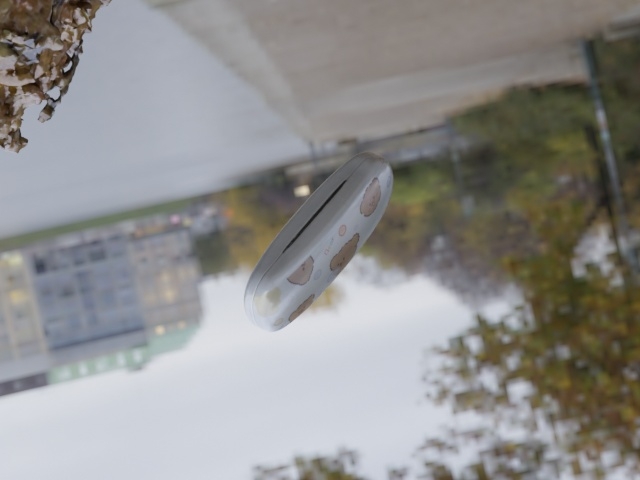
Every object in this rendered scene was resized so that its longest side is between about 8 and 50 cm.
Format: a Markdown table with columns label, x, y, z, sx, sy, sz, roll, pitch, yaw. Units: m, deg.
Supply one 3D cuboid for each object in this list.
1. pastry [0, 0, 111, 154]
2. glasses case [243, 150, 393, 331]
| label | x | y | z | sx | sy | sz | roll | pitch | yaw |
| --- | --- | --- | --- | --- | --- | --- | --- | --- | --- |
| pastry | -0.271 | -0.191 | 1.279 | 0.275 | 0.275 | 0.193 | -12 | 155 | 25 |
| glasses case | 0.000 | 0.000 | 1.341 | 0.041 | 0.063 | 0.164 | 29 | -118 | 26 |
